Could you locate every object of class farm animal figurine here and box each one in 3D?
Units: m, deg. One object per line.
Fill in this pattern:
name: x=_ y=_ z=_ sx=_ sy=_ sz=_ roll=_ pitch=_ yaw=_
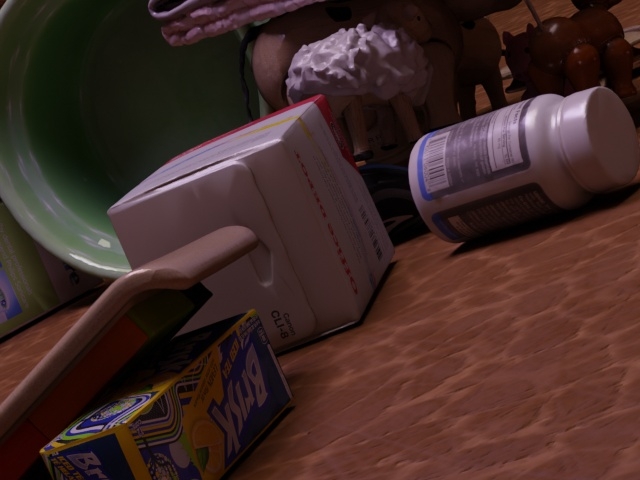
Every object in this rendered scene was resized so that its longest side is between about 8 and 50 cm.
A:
farm animal figurine: x=0.085 y=-0.161 z=1.538 sx=0.327 sy=0.172 sz=0.330 roll=-14 pitch=1 yaw=-19

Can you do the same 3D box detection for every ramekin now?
ramekin: x=-0.151 y=-0.123 z=1.762 sx=0.303 sy=0.303 sz=0.148 roll=-19 pitch=2 yaw=25

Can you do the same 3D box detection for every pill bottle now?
pill bottle: x=0.133 y=-0.050 z=1.246 sx=0.137 sy=0.078 sz=0.078 roll=-17 pitch=11 yaw=36

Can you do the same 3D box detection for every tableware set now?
tableware set: x=0.236 y=-0.159 z=1.789 sx=0.128 sy=0.039 sz=0.194 roll=-25 pitch=10 yaw=-26

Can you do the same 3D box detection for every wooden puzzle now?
wooden puzzle: x=-0.137 y=0.085 z=1.042 sx=0.239 sy=0.044 sz=0.221 roll=-42 pitch=-1 yaw=10

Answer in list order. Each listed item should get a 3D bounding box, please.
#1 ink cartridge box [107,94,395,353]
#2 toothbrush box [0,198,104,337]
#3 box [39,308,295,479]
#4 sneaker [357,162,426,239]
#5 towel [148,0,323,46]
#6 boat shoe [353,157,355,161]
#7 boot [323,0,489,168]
ink cartridge box: x=-0.041 y=-0.004 z=1.254 sx=0.127 sy=0.128 sz=0.176 roll=-22 pitch=8 yaw=13
toothbrush box: x=-0.387 y=0.058 z=1.830 sx=0.206 sy=0.122 sz=0.283 roll=-15 pitch=12 yaw=46
box: x=-0.073 y=0.093 z=0.970 sx=0.054 sy=0.059 sz=0.169 roll=-20 pitch=9 yaw=24
sneaker: x=0.000 y=0.000 z=1.390 sx=0.188 sy=0.067 sz=0.078 roll=-16 pitch=39 yaw=-2
towel: x=0.056 y=-0.267 z=1.537 sx=0.317 sy=0.053 sz=0.332 roll=-36 pitch=16 yaw=-32
boat shoe: x=-0.016 y=-0.077 z=1.915 sx=0.178 sy=0.064 sz=0.060 roll=-18 pitch=41 yaw=43
boot: x=0.059 y=-0.212 z=1.792 sx=0.095 sy=0.203 sz=0.262 roll=-14 pitch=34 yaw=37
